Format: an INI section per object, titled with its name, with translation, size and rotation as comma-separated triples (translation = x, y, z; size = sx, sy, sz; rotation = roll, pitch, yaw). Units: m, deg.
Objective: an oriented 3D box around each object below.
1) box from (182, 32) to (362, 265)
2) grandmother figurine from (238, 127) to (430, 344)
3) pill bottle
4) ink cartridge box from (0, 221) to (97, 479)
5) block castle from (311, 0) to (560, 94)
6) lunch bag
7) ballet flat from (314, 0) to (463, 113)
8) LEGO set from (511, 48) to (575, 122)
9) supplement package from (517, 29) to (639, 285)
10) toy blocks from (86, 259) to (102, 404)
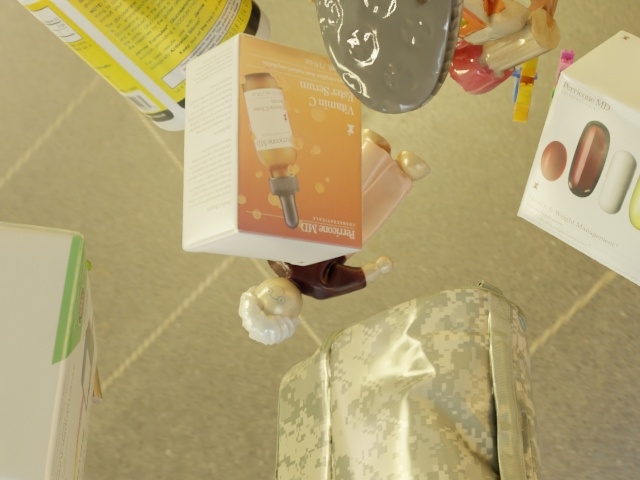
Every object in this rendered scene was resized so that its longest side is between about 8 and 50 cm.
[box]
translation = -0.040, -0.073, 1.116
size = 0.091, 0.130, 0.170
rotation = -17, 70, 52
[grandmother figurine]
translation = 0.000, 0.000, 1.836
size = 0.208, 0.104, 0.342
rotation = 28, 72, 28
[pill bottle]
translation = -0.227, -0.293, 1.462
size = 0.188, 0.334, 0.188
rotation = -31, 34, 24
[ink cartridge box]
translation = -0.192, 0.100, 0.798
size = 0.093, 0.212, 0.154
rotation = 6, 65, -6
[block castle]
translation = 0.114, -0.412, 1.652
size = 0.213, 0.453, 0.303
rotation = -19, 45, 57
[lunch bag]
translation = 0.104, 0.217, 1.266
size = 0.256, 0.213, 0.305
rotation = -43, 34, 42
[ballet flat]
translation = 0.032, -0.190, 0.663
size = 0.084, 0.058, 0.249
rotation = -7, 94, 28
[LEGO set]
translation = 0.305, -0.221, 1.780
size = 0.087, 0.227, 0.093
rotation = 9, 114, 5
[supplement package]
translation = 0.359, -0.090, 1.464
size = 0.194, 0.149, 0.203
rotation = 32, 133, 25
[toy blocks]
translation = -0.386, 0.217, 1.455
size = 0.381, 0.191, 0.261
rotation = -31, 52, 19
